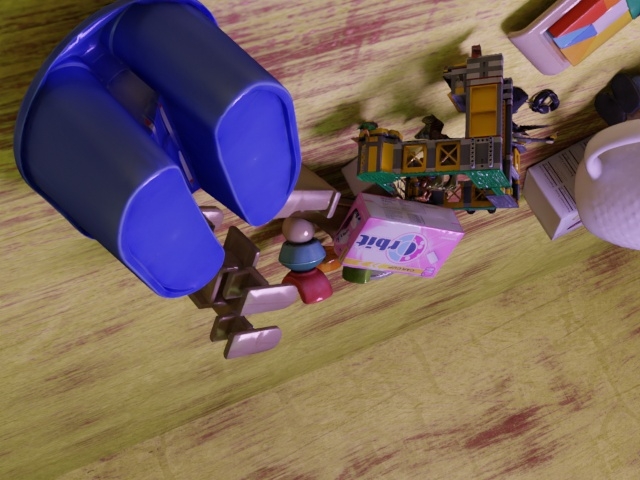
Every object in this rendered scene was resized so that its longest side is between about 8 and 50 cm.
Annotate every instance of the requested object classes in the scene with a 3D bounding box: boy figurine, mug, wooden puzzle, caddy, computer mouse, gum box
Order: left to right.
[{"bbox_3d":[-0.160,-0.093,0.677,0.241,0.179,0.341,-46,165,-14],"label":"caddy"},{"bbox_3d":[0.120,-0.007,1.051,0.188,0.062,0.107,9,131,-24],"label":"gum box"},{"bbox_3d":[0.353,-0.231,1.144,0.242,0.041,0.071,-9,154,-40],"label":"computer mouse"},{"bbox_3d":[0.403,-0.328,0.937,0.238,0.044,0.221,-35,162,26],"label":"wooden puzzle"},{"bbox_3d":[0.686,-0.295,1.318,0.285,0.092,0.177,-12,155,-25],"label":"boy figurine"},{"bbox_3d":[0.659,-0.126,1.257,0.328,0.276,0.374,-6,155,45],"label":"mug"}]

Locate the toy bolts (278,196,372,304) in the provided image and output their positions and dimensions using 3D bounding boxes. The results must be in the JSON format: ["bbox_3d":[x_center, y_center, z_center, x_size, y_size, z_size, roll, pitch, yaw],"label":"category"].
[{"bbox_3d":[0.000,0.000,1.247,0.228,0.159,0.218,-22,-157,-40],"label":"toy bolts"}]

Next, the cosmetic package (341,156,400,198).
[{"bbox_3d":[0.088,-0.100,1.128,0.041,0.060,0.115,-33,158,22],"label":"cosmetic package"}]

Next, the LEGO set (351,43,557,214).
[{"bbox_3d":[0.199,-0.165,1.007,0.254,0.192,0.331,-2,169,33],"label":"LEGO set"}]

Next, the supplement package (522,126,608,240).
[{"bbox_3d":[0.618,-0.129,1.573,0.203,0.149,0.194,-28,161,5],"label":"supplement package"}]

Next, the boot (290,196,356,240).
[{"bbox_3d":[0.056,-0.013,1.117,0.305,0.115,0.112,13,-177,-31],"label":"boot"}]

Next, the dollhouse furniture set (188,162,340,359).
[{"bbox_3d":[-0.098,0.010,0.968,0.161,0.212,0.242,-4,125,-43],"label":"dollhouse furniture set"}]

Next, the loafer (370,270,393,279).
[{"bbox_3d":[0.176,-0.002,1.477,0.251,0.094,0.087,-31,138,-13],"label":"loafer"}]
